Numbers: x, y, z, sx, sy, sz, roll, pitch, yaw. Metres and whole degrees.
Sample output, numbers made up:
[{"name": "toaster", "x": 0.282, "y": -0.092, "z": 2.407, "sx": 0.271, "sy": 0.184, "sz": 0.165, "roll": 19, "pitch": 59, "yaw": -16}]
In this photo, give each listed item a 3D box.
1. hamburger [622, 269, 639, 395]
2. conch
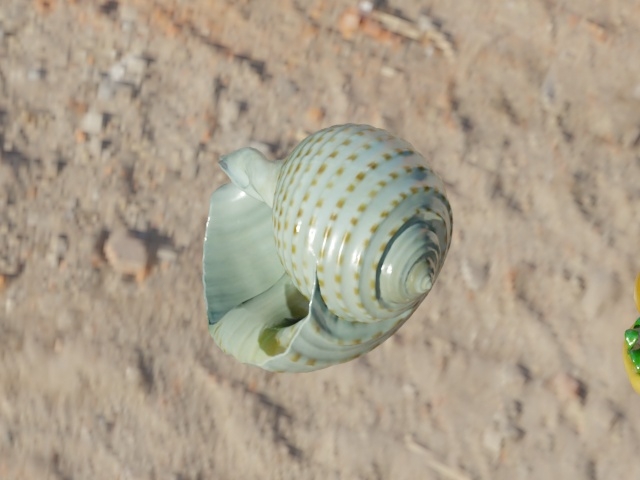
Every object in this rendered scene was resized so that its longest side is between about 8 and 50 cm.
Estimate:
[{"name": "hamburger", "x": 0.294, "y": 0.065, "z": 1.275, "sx": 0.162, "sy": 0.115, "sz": 0.162, "roll": -3, "pitch": 35, "yaw": 2}, {"name": "conch", "x": 0.010, "y": 0.002, "z": 1.186, "sx": 0.131, "sy": 0.172, "sz": 0.200, "roll": 8, "pitch": 17, "yaw": -25}]
